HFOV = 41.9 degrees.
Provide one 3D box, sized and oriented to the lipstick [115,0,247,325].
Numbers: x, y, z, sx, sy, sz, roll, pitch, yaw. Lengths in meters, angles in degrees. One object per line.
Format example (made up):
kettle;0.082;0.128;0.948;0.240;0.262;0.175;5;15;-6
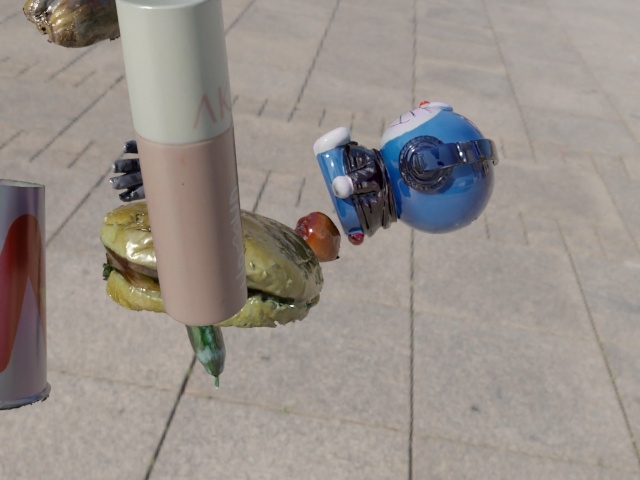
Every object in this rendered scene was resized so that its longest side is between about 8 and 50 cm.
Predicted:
lipstick;-0.096;-0.057;0.609;0.070;0.254;0.070;-1;34;1

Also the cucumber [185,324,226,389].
cucumber;-0.191;0.118;1.328;0.056;0.250;0.056;-16;6;2

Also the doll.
doll;0.165;-0.117;1.500;0.310;0.240;0.284;-18;-6;2

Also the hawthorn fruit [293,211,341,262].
hawthorn fruit;0.000;0.000;1.394;0.093;0.081;0.081;36;19;-25

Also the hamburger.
hamburger;-0.128;0.019;1.024;0.265;0.134;0.285;5;8;8

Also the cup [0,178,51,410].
cup;-0.449;0.063;1.121;0.203;0.288;0.203;6;6;-1

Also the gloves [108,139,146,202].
gloves;-0.302;-0.187;1.669;0.285;0.119;0.142;-45;53;-8

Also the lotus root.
lotus root;-0.415;-0.480;1.623;0.167;0.078;0.329;41;46;1
